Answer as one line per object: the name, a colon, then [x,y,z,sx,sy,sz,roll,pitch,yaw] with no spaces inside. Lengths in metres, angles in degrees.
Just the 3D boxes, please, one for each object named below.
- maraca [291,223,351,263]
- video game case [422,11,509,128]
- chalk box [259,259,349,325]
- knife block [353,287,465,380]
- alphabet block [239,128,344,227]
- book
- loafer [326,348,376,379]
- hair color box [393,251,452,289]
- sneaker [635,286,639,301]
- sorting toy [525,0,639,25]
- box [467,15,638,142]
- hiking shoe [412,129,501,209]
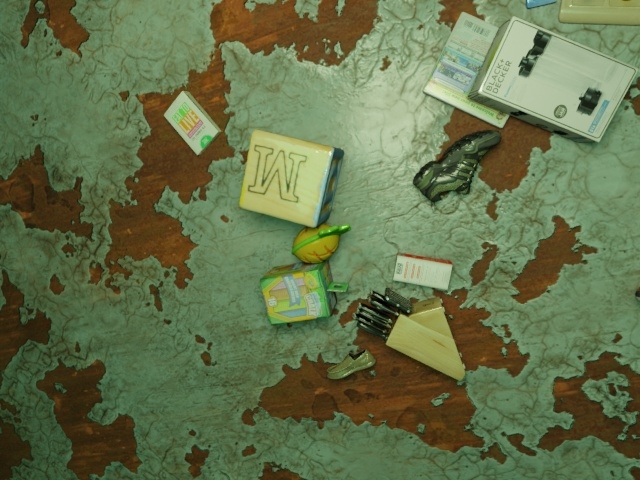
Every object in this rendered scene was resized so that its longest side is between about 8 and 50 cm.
maraca: [0.000,0.000,1.076,0.185,0.127,0.099,-33,76,45]
video game case: [0.382,-0.400,0.987,0.212,0.023,0.194,27,104,5]
chalk box: [-0.033,0.130,1.117,0.212,0.132,0.132,-12,98,13]
knife block: [0.225,0.254,1.109,0.242,0.088,0.276,-20,96,15]
alphabet block: [-0.066,-0.157,1.042,0.197,0.192,0.194,15,101,8]
book: [-0.353,-0.323,1.154,0.096,0.035,0.144,-41,92,20]
loafer: [0.082,0.344,1.175,0.147,0.056,0.050,-23,94,5]
hair color box: [0.265,0.079,1.090,0.141,0.043,0.072,10,102,9]
sneaker: [0.873,0.057,0.931,0.320,0.124,0.180,-6,95,2]
sorting toy: [0.628,-0.573,0.890,0.347,0.047,0.196,7,102,10]
box: [0.501,-0.345,0.920,0.289,0.087,0.169,23,104,-1]
hiking shoe: [0.344,-0.174,1.017,0.226,0.086,0.114,-34,106,21]
